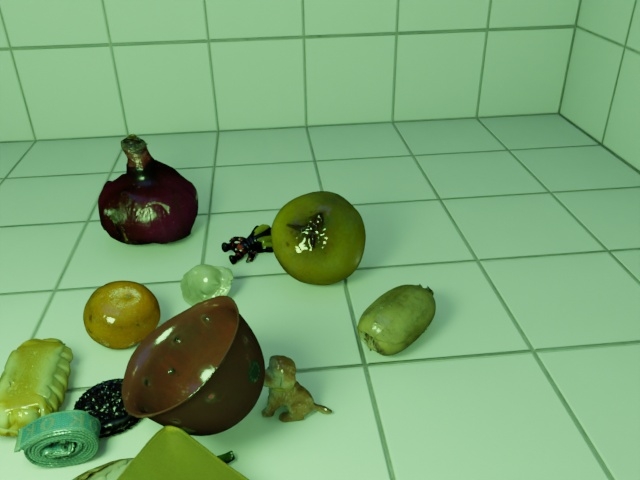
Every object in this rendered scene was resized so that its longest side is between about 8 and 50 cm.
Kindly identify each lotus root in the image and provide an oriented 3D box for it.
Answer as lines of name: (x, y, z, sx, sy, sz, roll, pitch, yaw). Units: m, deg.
lotus root: (0.247, 0.219, 1.814, 0.169, 0.151, 0.343, 23, 41, 34)

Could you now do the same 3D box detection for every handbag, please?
handbag: (-0.316, 0.596, 1.174, 0.283, 0.133, 0.401, 32, 41, 8)

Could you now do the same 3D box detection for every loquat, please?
loquat: (0.000, 0.000, 2.074, 0.329, 0.359, 0.328, -2, 75, 7)

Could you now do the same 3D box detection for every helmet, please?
helmet: (-0.274, 0.331, 1.442, 0.385, 0.230, 0.337, -13, 38, 44)

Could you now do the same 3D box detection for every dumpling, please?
dumpling: (-0.385, 0.157, 2.001, 0.111, 0.181, 0.154, 20, 50, -38)

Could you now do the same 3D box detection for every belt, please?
belt: (-0.610, 0.475, 1.425, 0.163, 0.147, 0.082, -30, 35, 8)

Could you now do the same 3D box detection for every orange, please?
orange: (-0.598, 0.227, 1.815, 0.224, 0.170, 0.224, 13, 41, -12)

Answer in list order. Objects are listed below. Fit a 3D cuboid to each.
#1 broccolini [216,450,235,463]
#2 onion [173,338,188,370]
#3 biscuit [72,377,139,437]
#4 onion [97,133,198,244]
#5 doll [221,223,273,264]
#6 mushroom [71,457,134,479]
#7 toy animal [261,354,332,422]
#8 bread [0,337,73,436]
broccolini: (-0.295, 0.546, 1.398, 0.203, 0.068, 0.091, -3, 40, -34)
onion: (-0.392, 0.319, 1.624, 0.160, 0.194, 0.159, -3, 35, 2)
biscuit: (-0.551, 0.436, 1.571, 0.195, 0.053, 0.194, 0, 30, 0)
onion: (-0.658, -0.202, 2.303, 0.399, 0.419, 0.398, 3, 21, -1)
doll: (-0.243, 0.009, 2.254, 0.249, 0.126, 0.088, -18, 1, -30)
mushroom: (-0.508, 0.574, 1.289, 0.151, 0.155, 0.286, -13, 17, 41)
toy animal: (-0.061, 0.371, 1.536, 0.184, 0.185, 0.104, 3, 29, 6)
bread: (-0.759, 0.385, 1.596, 0.173, 0.121, 0.311, -1, 31, -6)
